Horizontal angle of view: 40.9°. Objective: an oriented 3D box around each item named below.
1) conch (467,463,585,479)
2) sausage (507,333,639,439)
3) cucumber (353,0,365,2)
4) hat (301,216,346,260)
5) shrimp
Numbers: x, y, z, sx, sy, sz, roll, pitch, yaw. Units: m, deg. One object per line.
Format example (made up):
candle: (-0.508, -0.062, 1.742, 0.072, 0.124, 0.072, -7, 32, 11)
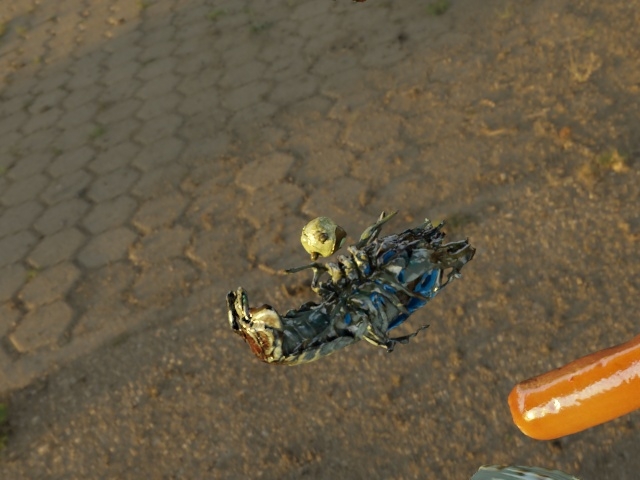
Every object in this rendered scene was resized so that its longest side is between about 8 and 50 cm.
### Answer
conch: (0.253, 0.373, 0.841, 0.215, 0.303, 0.319, -18, 18, 27)
sausage: (0.429, 0.213, 1.278, 0.348, 0.097, 0.094, -33, 13, 36)
cucumber: (-0.050, -0.471, 1.178, 0.096, 0.359, 0.096, -33, 17, 11)
hat: (0.001, 0.000, 1.631, 0.077, 0.076, 0.059, -36, 16, 43)
shrimp: (0.017, 0.030, 0.517, 0.174, 0.076, 0.082, -21, 47, -33)
